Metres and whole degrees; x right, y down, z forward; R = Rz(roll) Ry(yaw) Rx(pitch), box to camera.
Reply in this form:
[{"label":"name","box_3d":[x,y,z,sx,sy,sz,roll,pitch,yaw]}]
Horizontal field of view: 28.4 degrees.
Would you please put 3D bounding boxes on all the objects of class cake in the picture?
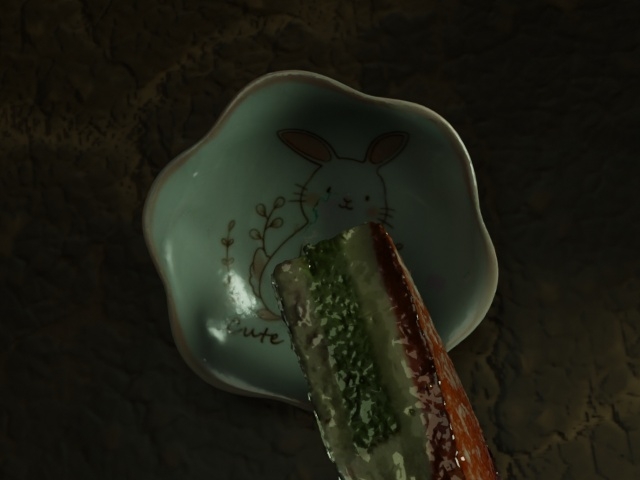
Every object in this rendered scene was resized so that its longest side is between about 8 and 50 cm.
[{"label":"cake","box_3d":[0.042,0.110,0.755,0.086,0.117,0.220,-22,102,11]}]

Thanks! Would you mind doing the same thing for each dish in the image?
[{"label":"dish","box_3d":[0.000,0.000,0.833,0.229,0.081,0.229,0,102,1]}]
